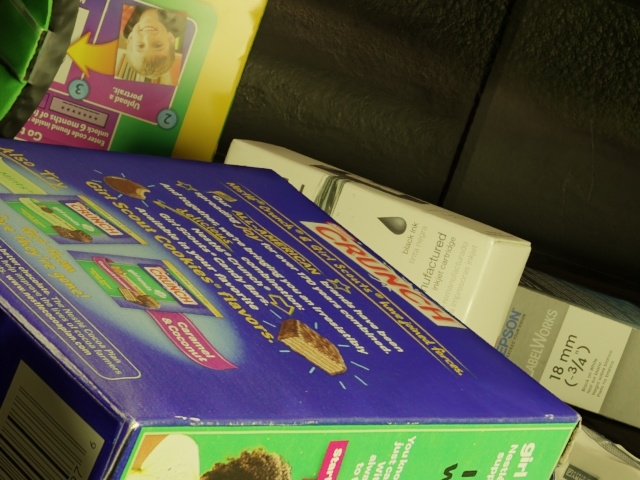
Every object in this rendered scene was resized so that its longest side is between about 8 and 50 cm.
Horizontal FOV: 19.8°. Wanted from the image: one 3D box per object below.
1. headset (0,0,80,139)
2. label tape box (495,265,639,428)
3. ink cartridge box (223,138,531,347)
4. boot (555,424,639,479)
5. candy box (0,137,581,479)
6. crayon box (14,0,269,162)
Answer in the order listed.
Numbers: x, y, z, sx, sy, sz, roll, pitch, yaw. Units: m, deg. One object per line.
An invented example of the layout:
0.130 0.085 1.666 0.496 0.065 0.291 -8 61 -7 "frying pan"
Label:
-0.300 -0.105 0.894 0.185 0.243 0.394 43 33 25 "headset"
0.198 0.081 1.917 0.333 0.106 0.240 20 6 -13 "label tape box"
0.019 0.039 1.435 0.237 0.172 0.100 22 6 24 "ink cartridge box"
0.203 0.179 1.334 0.086 0.069 0.190 29 4 -34 "boot"
-0.070 0.062 0.897 0.317 0.122 0.268 4 27 -47 "candy box"
-0.263 -0.164 1.697 0.363 0.313 0.106 18 9 -13 "crayon box"
